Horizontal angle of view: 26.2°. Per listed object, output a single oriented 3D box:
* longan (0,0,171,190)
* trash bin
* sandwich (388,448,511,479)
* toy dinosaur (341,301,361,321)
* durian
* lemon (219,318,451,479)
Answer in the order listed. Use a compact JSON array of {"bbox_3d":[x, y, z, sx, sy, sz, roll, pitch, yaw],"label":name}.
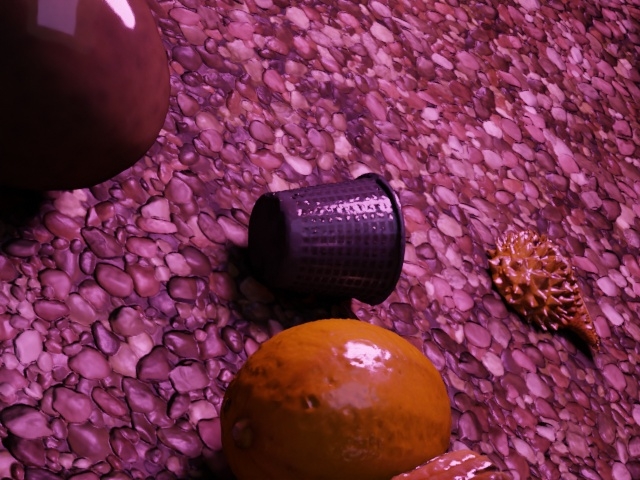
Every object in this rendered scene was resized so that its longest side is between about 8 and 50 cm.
[{"bbox_3d":[-0.321,-0.203,1.548,0.319,0.319,0.319,23,43,-23],"label":"longan"},{"bbox_3d":[0.000,0.000,1.749,0.161,0.175,0.175,-1,55,-28],"label":"trash bin"},{"bbox_3d":[0.107,0.355,1.443,0.226,0.251,0.087,-12,27,-43],"label":"sandwich"},{"bbox_3d":[0.055,0.177,1.724,0.108,0.032,0.220,5,61,-41],"label":"toy dinosaur"},{"bbox_3d":[0.346,0.071,2.026,0.224,0.078,0.140,44,39,4],"label":"durian"},{"bbox_3d":[0.018,0.200,1.516,0.263,0.236,0.236,32,31,-56],"label":"lemon"}]
